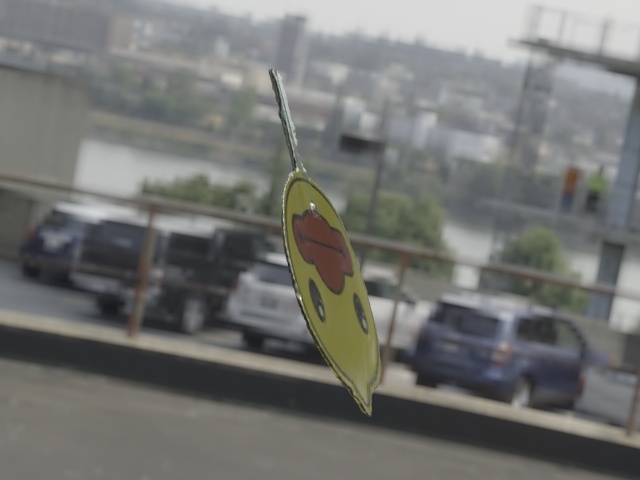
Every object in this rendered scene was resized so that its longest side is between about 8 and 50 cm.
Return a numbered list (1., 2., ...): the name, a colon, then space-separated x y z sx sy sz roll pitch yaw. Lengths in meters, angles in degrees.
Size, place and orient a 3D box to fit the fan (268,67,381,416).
1. fan: -0.001 0.000 1.777 0.011 0.335 0.229 -18 -13 15
